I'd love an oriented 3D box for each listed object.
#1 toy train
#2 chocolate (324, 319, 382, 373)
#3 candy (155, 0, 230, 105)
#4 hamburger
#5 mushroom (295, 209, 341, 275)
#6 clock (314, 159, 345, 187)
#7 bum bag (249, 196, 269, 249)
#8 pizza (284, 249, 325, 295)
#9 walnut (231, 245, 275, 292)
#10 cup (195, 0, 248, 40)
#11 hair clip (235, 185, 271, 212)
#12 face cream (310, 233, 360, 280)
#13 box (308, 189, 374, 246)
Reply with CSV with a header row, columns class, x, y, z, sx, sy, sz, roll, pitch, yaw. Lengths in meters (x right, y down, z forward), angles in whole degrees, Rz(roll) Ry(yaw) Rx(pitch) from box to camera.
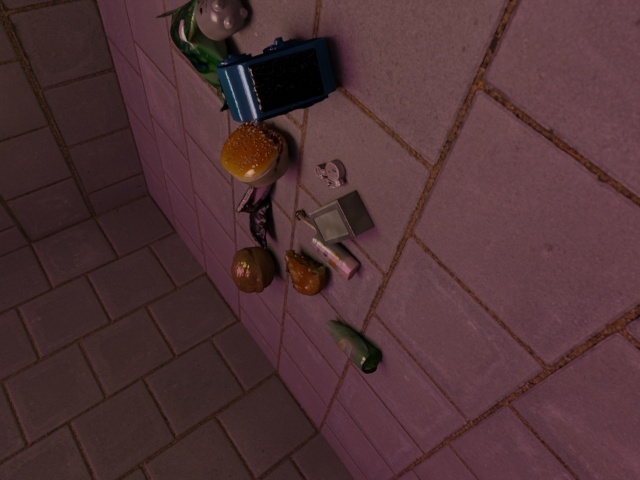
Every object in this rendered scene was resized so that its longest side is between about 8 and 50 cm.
class,x,y,z,sx,sy,sz,roll,pitch,yaw
toy train,-0.133,-0.434,1.250,0.265,0.300,0.188,38,148,58
chocolate,0.121,0.420,1.899,0.291,0.110,0.110,35,144,46
candy,-0.397,-0.659,1.664,0.263,0.172,0.398,24,149,57
hamburger,-0.243,-0.314,1.666,0.295,0.227,0.151,34,167,38
mushroom,0.002,-0.002,1.749,0.306,0.043,0.068,52,165,16
clock,0.030,-0.212,1.477,0.129,0.041,0.087,9,121,53
bum bag,-0.276,-0.105,2.094,0.137,0.074,0.310,38,133,40
pizza,-0.069,0.125,1.949,0.229,0.081,0.289,51,152,6
walnut,-0.333,0.149,2.294,0.225,0.225,0.261,43,145,32
cup,-0.297,-0.736,1.466,0.134,0.173,0.142,39,166,-33
hair clip,-0.266,-0.232,1.916,0.359,0.095,0.110,-57,37,40
face cream,0.050,0.054,1.665,0.198,0.057,0.084,41,123,23
box,0.060,-0.068,1.519,0.129,0.086,0.225,63,155,-4
